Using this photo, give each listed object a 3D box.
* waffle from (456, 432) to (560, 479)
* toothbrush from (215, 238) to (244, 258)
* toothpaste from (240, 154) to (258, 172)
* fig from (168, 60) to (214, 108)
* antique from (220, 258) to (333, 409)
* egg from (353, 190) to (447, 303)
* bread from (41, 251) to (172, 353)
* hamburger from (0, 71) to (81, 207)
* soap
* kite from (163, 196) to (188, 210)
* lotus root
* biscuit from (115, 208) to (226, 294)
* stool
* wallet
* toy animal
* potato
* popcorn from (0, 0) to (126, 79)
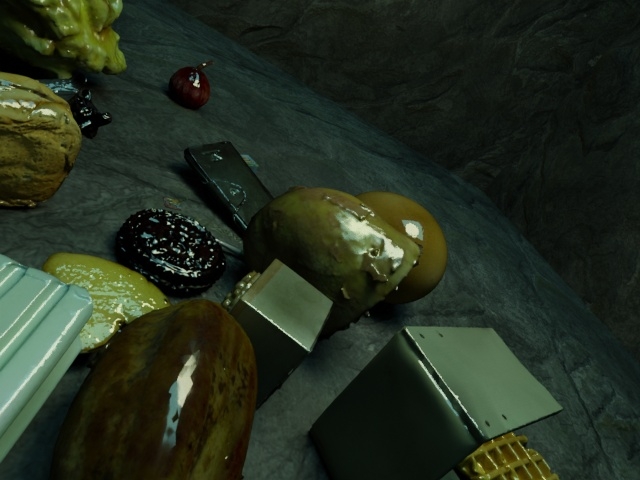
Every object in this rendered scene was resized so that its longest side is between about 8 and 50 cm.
[{"bbox_3d":[0.344,0.410,0.901,0.309,0.065,0.283,37,25,-2],"label":"waffle"},{"bbox_3d":[-0.150,0.034,0.971,0.257,0.024,0.018,25,47,-24],"label":"toothbrush"},{"bbox_3d":[-0.237,-0.189,1.219,0.070,0.044,0.193,45,26,18],"label":"toothpaste"},{"bbox_3d":[-0.386,-0.467,1.426,0.128,0.150,0.129,25,59,-50],"label":"fig"},{"bbox_3d":[-0.088,0.134,0.718,0.147,0.152,0.147,38,26,-2],"label":"antique"},{"bbox_3d":[0.160,0.009,1.144,0.250,0.250,0.322,12,28,-42],"label":"egg"},{"bbox_3d":[-0.293,0.101,0.624,0.187,0.065,0.150,25,36,-18],"label":"bread"},{"bbox_3d":[-0.458,-0.140,0.665,0.213,0.214,0.108,0,44,-52],"label":"hamburger"},{"bbox_3d":[-0.348,0.134,0.409,0.172,0.095,0.290,25,34,-9],"label":"soap"},{"bbox_3d":[-0.300,-0.078,0.993,0.044,0.002,0.078,48,27,24],"label":"kite"},{"bbox_3d":[-0.172,0.181,0.519,0.193,0.193,0.291,29,35,-16],"label":"lotus root"},{"bbox_3d":[-0.257,0.016,0.821,0.194,0.053,0.195,29,26,-16],"label":"biscuit"},{"bbox_3d":[0.170,0.269,0.703,0.269,0.244,0.170,10,36,-44],"label":"stool"},{"bbox_3d":[-0.179,-0.108,1.103,0.318,0.045,0.172,52,31,10],"label":"wallet"},{"bbox_3d":[-0.531,-0.282,0.919,0.121,0.117,0.210,53,26,18],"label":"toy animal"},{"bbox_3d":[-0.004,0.006,0.879,0.237,0.288,0.301,49,6,-12],"label":"potato"},{"bbox_3d":[-0.605,-0.500,1.037,0.278,0.275,0.335,1,-12,-3],"label":"popcorn"}]
